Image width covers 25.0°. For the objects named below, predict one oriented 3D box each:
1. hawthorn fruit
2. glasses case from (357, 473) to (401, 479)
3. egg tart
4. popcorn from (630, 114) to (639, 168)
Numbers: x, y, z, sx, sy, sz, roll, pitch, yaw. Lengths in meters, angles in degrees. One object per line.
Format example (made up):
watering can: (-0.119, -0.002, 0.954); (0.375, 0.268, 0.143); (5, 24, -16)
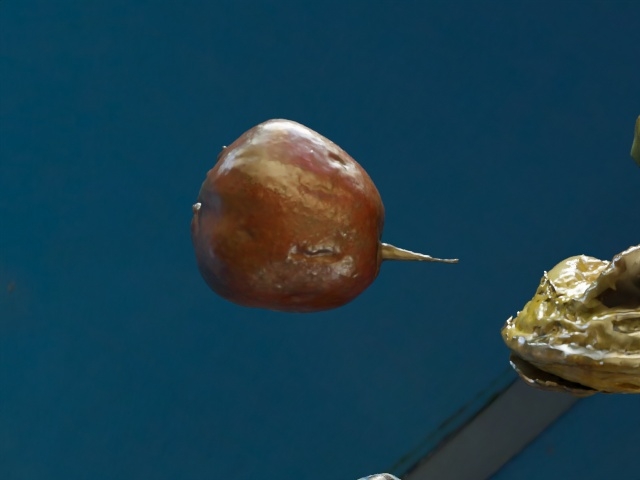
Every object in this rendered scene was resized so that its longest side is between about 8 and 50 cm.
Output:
hawthorn fruit: (-0.014, -0.006, 1.064); (0.189, 0.149, 0.149); (29, -123, 24)
glasses case: (0.086, 0.371, 1.293); (0.125, 0.076, 0.327); (-17, -91, -59)
egg tart: (0.321, 0.058, 1.471); (0.297, 0.297, 0.132); (-15, -77, -22)
popcorn: (0.374, -0.061, 1.208); (0.237, 0.251, 0.206); (36, -123, -19)
